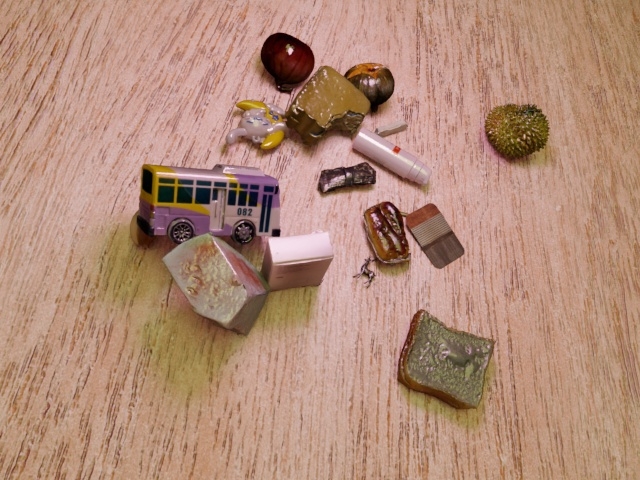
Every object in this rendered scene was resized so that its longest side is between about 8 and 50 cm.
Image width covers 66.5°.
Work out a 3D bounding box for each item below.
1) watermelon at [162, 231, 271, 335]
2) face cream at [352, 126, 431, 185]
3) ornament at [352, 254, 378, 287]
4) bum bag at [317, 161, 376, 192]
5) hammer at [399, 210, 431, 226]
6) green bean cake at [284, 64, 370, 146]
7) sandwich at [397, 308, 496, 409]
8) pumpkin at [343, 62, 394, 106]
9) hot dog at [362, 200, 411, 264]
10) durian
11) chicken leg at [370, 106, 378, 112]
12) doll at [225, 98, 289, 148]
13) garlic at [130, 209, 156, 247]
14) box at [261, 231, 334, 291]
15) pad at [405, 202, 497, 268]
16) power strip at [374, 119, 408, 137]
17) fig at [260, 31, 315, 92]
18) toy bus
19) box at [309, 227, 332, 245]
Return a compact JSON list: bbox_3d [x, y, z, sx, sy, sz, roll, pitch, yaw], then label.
[{"bbox_3d":[-0.296,0.169,1.490,0.229,0.258,0.387,-34,118,2],"label":"watermelon"},{"bbox_3d":[0.300,-0.341,2.013,0.346,0.102,0.102,30,62,3],"label":"face cream"},{"bbox_3d":[0.181,0.107,1.809,0.073,0.028,0.125,35,64,6],"label":"ornament"},{"bbox_3d":[0.105,-0.253,1.944,0.248,0.069,0.102,-12,83,-16],"label":"bum bag"},{"bbox_3d":[0.358,-0.102,1.958,0.182,0.017,0.062,15,62,-4],"label":"hammer"},{"bbox_3d":[0.019,-0.506,1.980,0.285,0.202,0.309,41,63,-12],"label":"green bean cake"},{"bbox_3d":[0.426,0.412,1.677,0.301,0.099,0.271,23,62,-2],"label":"sandwich"},{"bbox_3d":[0.205,-0.667,2.107,0.238,0.159,0.237,-7,37,5],"label":"pumpkin"},{"bbox_3d":[0.256,-0.029,1.859,0.163,0.082,0.270,-7,67,-21],"label":"hot dog"},{"bbox_3d":[0.865,-0.492,2.144,0.292,0.224,0.290,2,63,-5],"label":"durian"},{"bbox_3d":[0.239,-0.603,2.171,0.036,0.021,0.083,-10,64,5],"label":"chicken leg"},{"bbox_3d":[-0.245,-0.460,1.942,0.252,0.111,0.237,8,64,-19],"label":"doll"},{"bbox_3d":[-0.568,-0.077,1.681,0.207,0.115,0.128,-36,70,-28],"label":"garlic"},{"bbox_3d":[-0.083,0.079,1.636,0.204,0.251,0.106,-6,66,-15],"label":"box"},{"bbox_3d":[0.524,-0.063,1.937,0.323,0.055,0.249,-31,81,-5],"label":"pad"},{"bbox_3d":[0.297,-0.479,2.110,0.191,0.047,0.030,-21,66,-22],"label":"power strip"},{"bbox_3d":[-0.143,-0.764,2.060,0.214,0.235,0.235,-37,74,13],"label":"fig"},{"bbox_3d":[-0.352,-0.128,1.604,0.440,0.209,0.249,1,102,-31],"label":"toy bus"},{"bbox_3d":[0.000,0.000,1.822,0.053,0.024,0.083,-26,71,-23],"label":"box"}]
